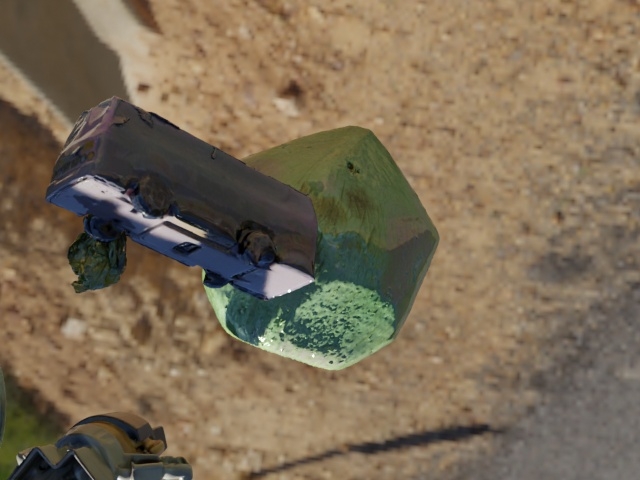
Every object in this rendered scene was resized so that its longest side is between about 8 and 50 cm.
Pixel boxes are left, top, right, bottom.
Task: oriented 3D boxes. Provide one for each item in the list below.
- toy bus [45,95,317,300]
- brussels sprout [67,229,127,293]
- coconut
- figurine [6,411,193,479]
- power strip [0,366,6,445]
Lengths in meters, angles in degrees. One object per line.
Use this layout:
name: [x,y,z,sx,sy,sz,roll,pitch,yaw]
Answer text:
toy bus: [-0.144,-0.043,1.620,0.317,0.138,0.112,29,145,-36]
brussels sprout: [-0.242,0.016,1.632,0.058,0.085,0.085,9,163,-30]
coconut: [0.000,0.000,1.954,0.328,0.329,0.281,9,180,-1]
figurine: [-0.348,0.351,2.304,0.308,0.143,0.308,13,-165,-4]
power strip: [-0.683,0.274,2.432,0.357,0.358,0.161,-9,170,39]
